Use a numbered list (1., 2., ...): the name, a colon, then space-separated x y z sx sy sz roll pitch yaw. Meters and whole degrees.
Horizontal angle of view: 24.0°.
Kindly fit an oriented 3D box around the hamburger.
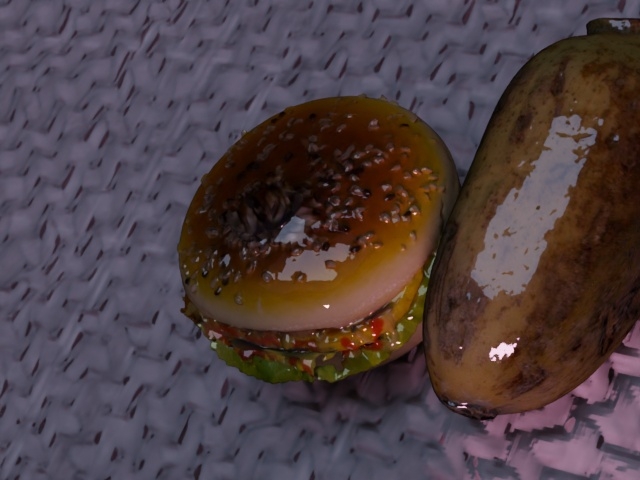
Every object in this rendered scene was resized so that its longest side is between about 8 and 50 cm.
1. hamburger: 0.000 0.000 0.642 0.126 0.081 0.141 8 64 32

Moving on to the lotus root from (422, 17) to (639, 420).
1. lotus root: 0.099 -0.009 0.589 0.080 0.089 0.179 9 71 54
